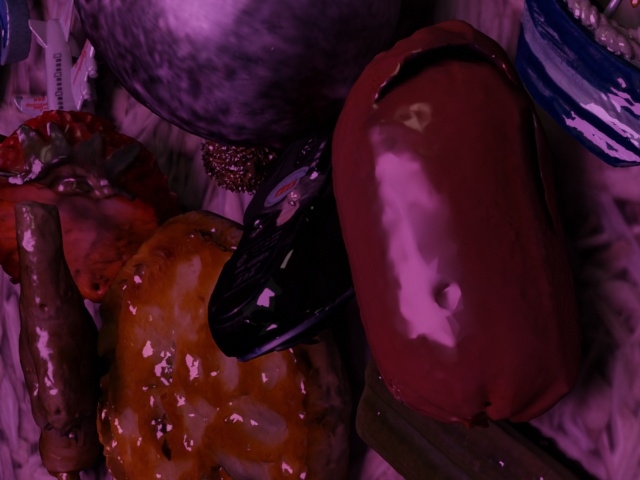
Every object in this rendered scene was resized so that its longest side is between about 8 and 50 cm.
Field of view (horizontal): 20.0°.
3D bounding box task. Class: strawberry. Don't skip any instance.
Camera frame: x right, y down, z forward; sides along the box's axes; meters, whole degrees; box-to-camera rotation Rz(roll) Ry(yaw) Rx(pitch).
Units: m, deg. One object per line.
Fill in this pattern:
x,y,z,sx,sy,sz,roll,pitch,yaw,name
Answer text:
-0.222,-0.039,1.642,0.236,0.190,0.111,115,164,-58,strawberry

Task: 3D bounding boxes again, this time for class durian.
-0.062,-0.073,1.485,0.091,0.080,0.080,-107,37,-53,durian

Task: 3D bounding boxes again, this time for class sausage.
0.092,-0.010,1.235,0.152,0.152,0.280,-24,72,49,sausage

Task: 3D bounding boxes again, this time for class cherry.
-0.058,-0.202,1.361,0.255,0.218,0.296,-41,48,4,cherry

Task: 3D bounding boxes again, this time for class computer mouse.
0.000,0.000,1.352,0.137,0.096,0.233,-35,26,52,computer mouse

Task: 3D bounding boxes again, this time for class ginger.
-0.229,0.112,1.629,0.333,0.080,0.166,101,159,-58,ginger

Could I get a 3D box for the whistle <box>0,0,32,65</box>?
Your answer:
-0.350,-0.262,1.854,0.180,0.093,0.269,28,118,49,whistle

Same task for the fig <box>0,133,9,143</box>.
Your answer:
-0.364,-0.064,1.857,0.236,0.124,0.124,32,115,61,fig

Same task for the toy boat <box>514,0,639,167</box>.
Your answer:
0.243,-0.188,1.136,0.291,0.067,0.220,-55,46,20,toy boat

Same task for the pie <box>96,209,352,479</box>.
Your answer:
-0.079,0.129,1.506,0.315,0.092,0.315,9,102,49,pie

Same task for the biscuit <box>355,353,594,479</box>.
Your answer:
0.122,0.173,1.286,0.322,0.038,0.099,38,122,45,biscuit

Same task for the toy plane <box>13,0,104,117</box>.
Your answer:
-0.237,-0.144,1.718,0.162,0.065,0.171,-41,61,43,toy plane
